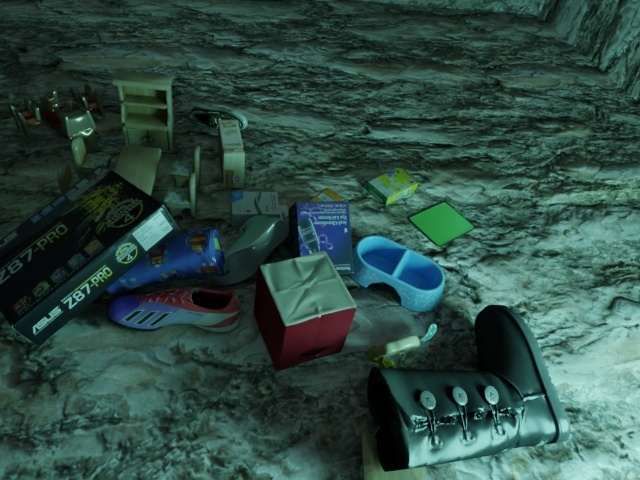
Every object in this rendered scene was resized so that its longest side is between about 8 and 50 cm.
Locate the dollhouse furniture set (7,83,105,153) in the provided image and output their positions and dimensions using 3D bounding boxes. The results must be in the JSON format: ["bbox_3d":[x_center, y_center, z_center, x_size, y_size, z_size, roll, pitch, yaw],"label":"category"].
[{"bbox_3d":[-0.847,-0.397,1.623,0.262,0.135,0.259,-30,48,-34],"label":"dollhouse furniture set"}]

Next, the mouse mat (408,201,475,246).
[{"bbox_3d":[0.405,-0.057,1.623,0.189,0.007,0.152,-23,55,-31],"label":"mouse mat"}]

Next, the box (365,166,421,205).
[{"bbox_3d":[0.257,-0.193,1.697,0.179,0.043,0.105,-28,57,-29],"label":"box"}]

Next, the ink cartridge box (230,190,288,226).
[{"bbox_3d":[-0.183,-0.097,1.496,0.180,0.060,0.104,-1,47,-13],"label":"ink cartridge box"}]

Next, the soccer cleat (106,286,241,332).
[{"bbox_3d":[-0.353,0.154,1.181,0.318,0.116,0.109,5,46,-8],"label":"soccer cleat"}]

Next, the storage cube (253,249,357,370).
[{"bbox_3d":[-0.047,0.166,1.184,0.183,0.193,0.215,-11,51,-22],"label":"storage cube"}]

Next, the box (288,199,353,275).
[{"bbox_3d":[0.000,0.000,1.346,0.153,0.108,0.207,-4,83,-15],"label":"box"}]

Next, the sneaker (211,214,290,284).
[{"bbox_3d":[-0.216,0.022,1.376,0.256,0.094,0.151,-40,28,-17],"label":"sneaker"}]

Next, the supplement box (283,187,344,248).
[{"bbox_3d":[-0.030,-0.069,1.492,0.080,0.078,0.233,39,52,19],"label":"supplement box"}]

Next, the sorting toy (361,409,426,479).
[{"bbox_3d":[0.150,0.476,1.031,0.132,0.046,0.275,7,46,-6],"label":"sorting toy"}]

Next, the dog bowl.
[{"bbox_3d":[0.219,0.086,1.400,0.297,0.074,0.166,26,47,14],"label":"dog bowl"}]

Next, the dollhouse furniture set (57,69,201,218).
[{"bbox_3d":[-0.548,-0.292,1.469,0.362,0.256,0.394,3,46,-9],"label":"dollhouse furniture set"}]

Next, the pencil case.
[{"bbox_3d":[-0.386,0.056,1.220,0.306,0.133,0.119,-12,66,2],"label":"pencil case"}]

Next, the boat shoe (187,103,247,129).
[{"bbox_3d":[-0.376,-0.437,1.775,0.219,0.078,0.070,14,44,12],"label":"boat shoe"}]

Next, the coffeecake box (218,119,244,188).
[{"bbox_3d":[-0.293,-0.283,1.593,0.068,0.142,0.186,-4,48,-15],"label":"coffeecake box"}]

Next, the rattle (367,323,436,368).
[{"bbox_3d":[0.223,0.294,1.193,0.199,0.130,0.143,-1,49,-37],"label":"rattle"}]

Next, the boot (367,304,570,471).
[{"bbox_3d":[0.306,0.314,1.121,0.445,0.146,0.367,0,47,-20],"label":"boot"}]

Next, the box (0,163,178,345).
[{"bbox_3d":[-0.584,0.012,1.159,0.318,0.097,0.395,29,64,38],"label":"box"}]
